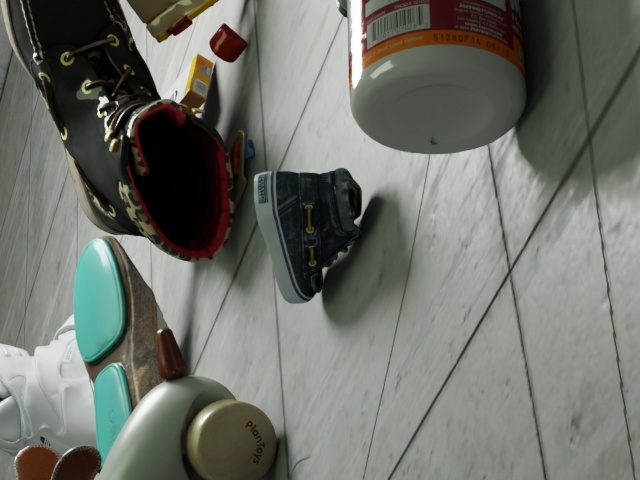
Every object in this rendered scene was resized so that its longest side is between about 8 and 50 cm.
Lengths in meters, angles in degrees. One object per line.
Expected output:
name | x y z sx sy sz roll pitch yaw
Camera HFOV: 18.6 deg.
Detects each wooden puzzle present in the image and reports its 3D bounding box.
wooden puzzle | -0.095 -0.073 2.125 0.078 0.014 0.116 -98 22 -44

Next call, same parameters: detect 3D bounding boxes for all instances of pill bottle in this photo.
pill bottle | 0.078 -0.181 1.363 0.121 0.121 0.221 123 151 -56

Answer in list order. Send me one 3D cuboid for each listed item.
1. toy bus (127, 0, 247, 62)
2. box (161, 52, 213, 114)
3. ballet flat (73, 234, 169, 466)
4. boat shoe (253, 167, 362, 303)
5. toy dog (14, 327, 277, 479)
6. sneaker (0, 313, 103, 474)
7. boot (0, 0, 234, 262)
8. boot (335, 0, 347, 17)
toy bus | -0.129 -0.314 2.190 0.104 0.202 0.191 -48 -29 -59
box | -0.178 -0.152 2.339 0.136 0.028 0.081 -49 20 34
ballet flat | -0.218 0.144 2.266 0.107 0.106 0.316 -31 54 36
boat shoe | 0.000 0.000 1.675 0.183 0.083 0.065 71 -163 -60
toy dog | -0.199 0.205 1.828 0.220 0.333 0.161 -18 102 51
sneaker | -0.334 0.154 2.496 0.366 0.210 0.137 -103 26 -52
boot | -0.221 -0.155 2.143 0.284 0.138 0.377 28 136 62
boot | 0.038 -0.322 1.667 0.161 0.083 0.246 115 159 -62
